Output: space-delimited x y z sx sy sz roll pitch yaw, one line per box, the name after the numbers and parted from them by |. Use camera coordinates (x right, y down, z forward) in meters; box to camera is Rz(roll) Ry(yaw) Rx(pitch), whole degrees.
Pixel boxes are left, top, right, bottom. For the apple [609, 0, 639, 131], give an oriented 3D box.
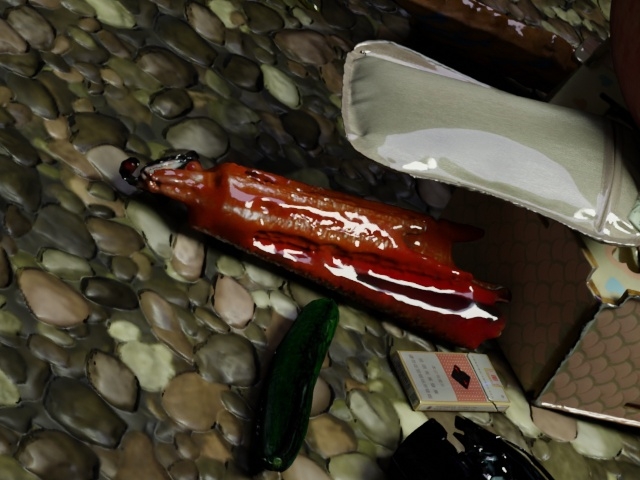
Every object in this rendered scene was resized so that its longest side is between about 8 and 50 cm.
0.372 -0.137 1.337 0.345 0.269 0.344 20 38 -16 | apple

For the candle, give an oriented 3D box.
0.000 0.000 1.327 0.302 0.059 0.084 18 73 -22 | candle

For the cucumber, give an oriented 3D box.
-0.017 0.089 1.239 0.036 0.033 0.184 12 36 6 | cucumber

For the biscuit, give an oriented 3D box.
0.159 -0.154 1.596 0.280 0.043 0.183 28 0 -31 | biscuit

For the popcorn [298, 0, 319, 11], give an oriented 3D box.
-0.039 -0.300 1.557 0.173 0.168 0.195 -89 159 -61 | popcorn

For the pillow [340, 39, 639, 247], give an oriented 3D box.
0.123 -0.066 1.325 0.233 0.038 0.130 16 45 -9 | pillow

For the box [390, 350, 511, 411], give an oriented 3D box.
0.090 0.097 1.340 0.083 0.012 0.046 4 47 -37 | box

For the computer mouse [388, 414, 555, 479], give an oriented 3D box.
0.120 0.203 1.197 0.146 0.077 0.241 9 45 -38 | computer mouse

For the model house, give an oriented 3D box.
0.237 0.031 1.431 0.326 0.169 0.244 38 42 6 | model house
